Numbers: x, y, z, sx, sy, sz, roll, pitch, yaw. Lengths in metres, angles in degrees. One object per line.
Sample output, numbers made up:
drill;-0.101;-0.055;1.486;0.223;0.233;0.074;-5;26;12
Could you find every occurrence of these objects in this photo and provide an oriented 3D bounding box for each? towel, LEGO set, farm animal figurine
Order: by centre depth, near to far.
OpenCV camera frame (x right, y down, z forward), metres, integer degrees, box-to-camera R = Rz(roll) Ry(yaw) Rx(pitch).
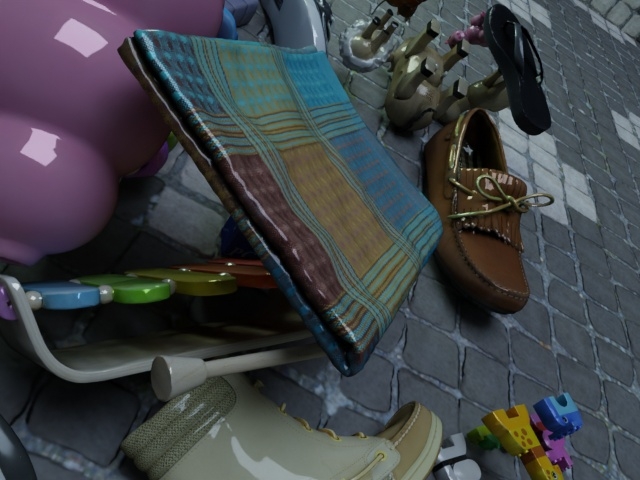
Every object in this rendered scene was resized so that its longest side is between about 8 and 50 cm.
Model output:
towel;0.007;-0.067;0.561;0.271;0.040;0.370;55;22;-1
LEGO set;0.227;0.233;0.677;0.227;0.087;0.093;0;53;-36
farm animal figurine;0.199;-0.302;1.116;0.330;0.172;0.327;40;51;-10

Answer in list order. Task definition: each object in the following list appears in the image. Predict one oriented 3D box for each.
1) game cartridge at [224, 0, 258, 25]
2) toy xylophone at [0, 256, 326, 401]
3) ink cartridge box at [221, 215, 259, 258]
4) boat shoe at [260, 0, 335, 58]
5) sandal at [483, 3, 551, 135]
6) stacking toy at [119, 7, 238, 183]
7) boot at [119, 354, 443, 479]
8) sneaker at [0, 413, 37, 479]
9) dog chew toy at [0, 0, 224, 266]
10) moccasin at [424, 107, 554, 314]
game cartridge;-0.289;-0.446;0.955;0.355;0.068;0.230;42;35;4
toy xylophone;-0.098;0.054;0.521;0.322;0.236;0.081;-6;94;-47
ink cartridge box;0.000;0.000;0.717;0.207;0.097;0.046;18;44;-24
boat shoe;-0.024;-0.369;1.051;0.102;0.108;0.301;8;41;-29
sandal;0.350;-0.300;1.065;0.097;0.054;0.255;1;66;-33
stacking toy;-0.208;-0.133;0.666;0.165;0.175;0.302;22;54;-14
boot;-0.019;0.172;0.548;0.203;0.095;0.262;46;44;11
sneaker;-0.319;0.114;0.378;0.270;0.090;0.145;38;40;5
dog chew toy;-0.201;-0.142;0.504;0.206;0.206;0.332;19;75;-22
moccasin;0.244;-0.058;0.916;0.139;0.147;0.380;26;41;-15
